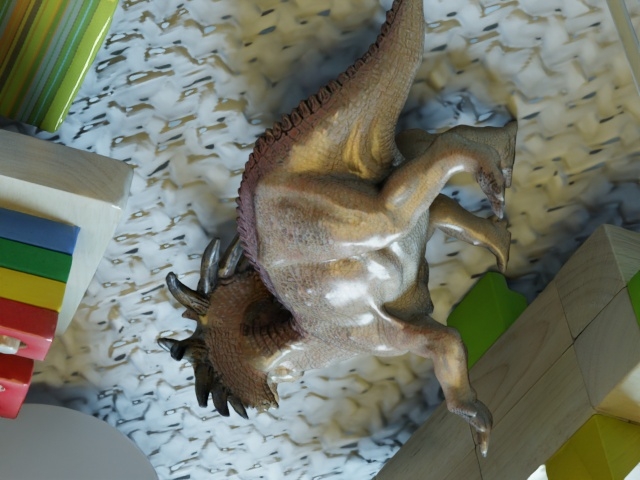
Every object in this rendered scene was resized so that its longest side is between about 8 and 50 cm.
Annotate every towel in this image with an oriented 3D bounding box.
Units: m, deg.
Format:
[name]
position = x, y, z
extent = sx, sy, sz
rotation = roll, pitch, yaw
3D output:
[towel]
position = -0.225, -0.139, 1.000
extent = 0.237, 0.021, 0.102
rotation = 22, 124, -15

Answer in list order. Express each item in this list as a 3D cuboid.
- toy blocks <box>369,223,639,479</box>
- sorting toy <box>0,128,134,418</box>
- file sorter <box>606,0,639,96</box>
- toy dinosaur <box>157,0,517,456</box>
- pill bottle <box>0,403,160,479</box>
[toy blocks]
position = 0.197, 0.149, 1.152
extent = 0.261, 0.190, 0.381
rotation = 17, 131, -27
[sorting toy]
position = -0.247, 0.010, 1.008
extent = 0.255, 0.089, 0.257
rotation = 14, 160, -10
[file sorter]
position = 0.232, -0.106, 0.807
extent = 0.193, 0.278, 0.173
rotation = -21, 83, 19
[toy dinosaur]
position = 0.000, 0.000, 1.049
extent = 0.200, 0.127, 0.295
rotation = 5, 126, 7
[pill bottle]
position = -0.188, 0.290, 1.251
extent = 0.210, 0.210, 0.363
rotation = 5, 132, -2
